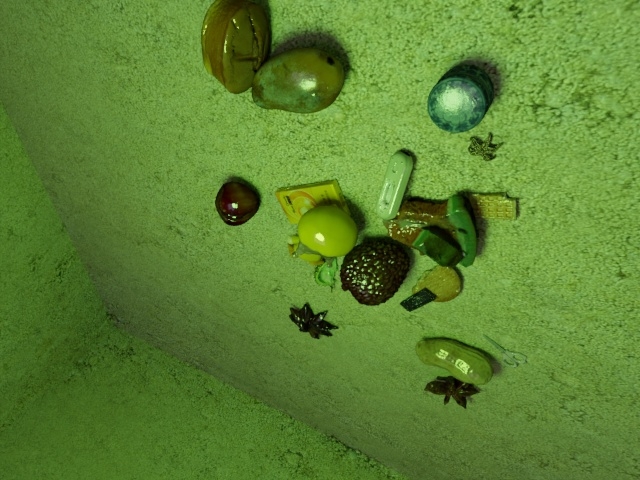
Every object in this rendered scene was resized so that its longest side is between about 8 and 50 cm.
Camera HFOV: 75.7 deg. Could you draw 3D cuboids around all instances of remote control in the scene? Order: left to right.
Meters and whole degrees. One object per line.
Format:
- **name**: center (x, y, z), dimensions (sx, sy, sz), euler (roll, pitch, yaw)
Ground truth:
- **remote control**: center (0.225, -0.168, 1.281), dimensions (0.078, 0.042, 0.221), euler (39, 125, 43)

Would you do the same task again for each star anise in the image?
- **star anise**: center (-0.049, 0.415, 2.001), dimensions (0.272, 0.102, 0.271), euler (17, 137, 17)
- **star anise**: center (0.575, 0.637, 1.783), dimensions (0.213, 0.111, 0.196), euler (21, 142, 6)

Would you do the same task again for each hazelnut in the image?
- **hazelnut**: center (-0.331, -0.144, 1.652), dimensions (0.178, 0.178, 0.203), euler (26, 142, 12)

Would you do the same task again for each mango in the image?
- **mango**: center (-0.078, -0.455, 1.198), dimensions (0.317, 0.146, 0.193), euler (0, 148, 35)

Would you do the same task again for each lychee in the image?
- **lychee**: center (0.191, 0.112, 1.482), dimensions (0.271, 0.236, 0.236), euler (-38, 104, 15)

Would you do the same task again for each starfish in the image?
- **starfish**: center (0.450, -0.253, 1.128), dimensions (0.091, 0.028, 0.078), euler (-4, 122, 30)

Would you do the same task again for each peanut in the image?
- **peanut**: center (0.530, 0.476, 1.650), dimensions (0.306, 0.147, 0.146), euler (22, 136, 21)

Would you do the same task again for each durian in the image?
- **durian**: center (0.019, 0.136, 1.728), dimensions (0.100, 0.086, 0.215), euler (10, 131, 8)

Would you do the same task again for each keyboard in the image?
- **keyboard**: center (0.372, 0.236, 1.594), dimensions (0.060, 0.018, 0.195), euler (37, 150, 1)

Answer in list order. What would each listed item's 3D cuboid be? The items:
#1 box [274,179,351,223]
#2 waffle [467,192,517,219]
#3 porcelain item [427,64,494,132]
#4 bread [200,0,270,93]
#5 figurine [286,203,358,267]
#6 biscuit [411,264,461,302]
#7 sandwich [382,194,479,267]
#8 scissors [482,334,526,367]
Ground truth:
- **box**: center (-0.032, -0.138, 1.536), dimensions (0.270, 0.043, 0.152), euler (-5, 124, 35)
- **waffle**: center (0.512, -0.103, 1.225), dimensions (0.135, 0.021, 0.092), euler (3, 128, 32)
- **porcelain item**: center (0.351, -0.353, 1.038), dimensions (0.147, 0.114, 0.147), euler (18, 134, 20)
- **bread**: center (-0.239, -0.557, 1.187), dimensions (0.143, 0.195, 0.269), euler (36, 148, 8)
- **figurine**: center (0.000, 0.000, 1.496), dimensions (0.215, 0.187, 0.343), euler (7, 156, -17)
- **biscuit**: center (0.435, 0.160, 1.500), dimensions (0.145, 0.033, 0.224), euler (31, 143, 6)
- **sandwich**: center (0.337, -0.024, 1.303), dimensions (0.301, 0.162, 0.250), euler (12, 138, 27)
- **scissors**: center (0.696, 0.420, 1.581), dimensions (0.189, 0.015, 0.100), euler (39, 137, 0)
